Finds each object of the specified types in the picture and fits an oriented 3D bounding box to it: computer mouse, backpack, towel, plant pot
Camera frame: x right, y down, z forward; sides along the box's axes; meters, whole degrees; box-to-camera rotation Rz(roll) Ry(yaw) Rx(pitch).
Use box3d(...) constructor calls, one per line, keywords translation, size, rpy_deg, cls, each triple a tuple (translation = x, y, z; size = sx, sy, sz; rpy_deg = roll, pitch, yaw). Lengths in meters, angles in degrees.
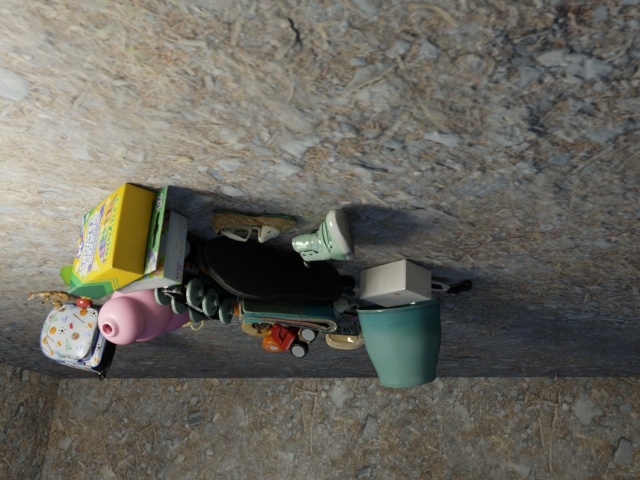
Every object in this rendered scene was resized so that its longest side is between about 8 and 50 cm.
box3d(translation=(0.361, 0.140, 1.953), size=(0.193, 0.042, 0.106), rpy_deg=(5, 164, -22), cls="computer mouse")
box3d(translation=(-0.907, 0.357, 2.375), size=(0.263, 0.276, 0.213), rpy_deg=(4, 155, 15), cls="backpack")
box3d(translation=(-0.105, 0.179, 1.854), size=(0.271, 0.040, 0.370), rpy_deg=(8, -170, -10), cls="towel")
box3d(translation=(0.266, 0.328, 2.035), size=(0.271, 0.255, 0.271), rpy_deg=(-8, 178, 0), cls="plant pot")

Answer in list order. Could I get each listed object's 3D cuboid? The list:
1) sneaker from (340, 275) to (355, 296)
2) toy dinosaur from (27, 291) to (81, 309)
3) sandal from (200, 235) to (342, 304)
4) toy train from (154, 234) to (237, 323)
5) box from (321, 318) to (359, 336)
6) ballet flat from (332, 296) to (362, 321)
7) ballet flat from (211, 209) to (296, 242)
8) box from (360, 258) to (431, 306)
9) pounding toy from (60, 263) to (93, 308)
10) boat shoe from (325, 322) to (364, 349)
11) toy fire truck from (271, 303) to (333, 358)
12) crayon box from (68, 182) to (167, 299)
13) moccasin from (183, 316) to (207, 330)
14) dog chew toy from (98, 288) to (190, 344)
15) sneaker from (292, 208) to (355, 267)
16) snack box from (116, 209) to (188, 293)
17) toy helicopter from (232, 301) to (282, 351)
box3d(translation=(0.041, 0.139, 1.969), size=(0.170, 0.051, 0.089), rpy_deg=(7, 154, -20), cls="sneaker")
box3d(translation=(-0.920, 0.202, 2.256), size=(0.211, 0.064, 0.112), rpy_deg=(13, -172, -36), cls="toy dinosaur")
box3d(translation=(-0.137, 0.109, 1.737), size=(0.446, 0.167, 0.107), rpy_deg=(17, 143, -35), cls="sandal")
box3d(translation=(-0.334, 0.115, 1.758), size=(0.142, 0.190, 0.334), rpy_deg=(-1, 158, 20), cls="toy train")
box3d(translation=(0.072, 0.296, 2.310), size=(0.137, 0.094, 0.027), rpy_deg=(5, 159, -8), cls="box")
box3d(translation=(0.085, 0.233, 2.196), size=(0.079, 0.077, 0.221), rpy_deg=(-37, 145, 31), cls="ballet flat")
box3d(translation=(-0.162, -0.028, 1.540), size=(0.206, 0.067, 0.073), rpy_deg=(3, 158, -3), cls="ballet flat")
box3d(translation=(0.221, 0.129, 1.867), size=(0.170, 0.091, 0.130), rpy_deg=(-17, 151, 41), cls="box")
box3d(translation=(-0.709, 0.154, 2.011), size=(0.237, 0.110, 0.183), rpy_deg=(0, 159, 7), cls="pounding toy")
box3d(translation=(0.168, 0.347, 2.423), size=(0.302, 0.109, 0.098), rpy_deg=(-5, 153, 3), cls="boat shoe")
box3d(translation=(-0.115, 0.246, 2.070), size=(0.246, 0.158, 0.217), rpy_deg=(30, 120, 3), cls="toy fire truck")
box3d(translation=(-0.473, 0.001, 1.465), size=(0.083, 0.203, 0.323), rpy_deg=(19, 153, -36), cls="crayon box")
box3d(translation=(-0.457, 0.221, 2.114), size=(0.380, 0.139, 0.147), rpy_deg=(-9, 157, 28), cls="moccasin")
box3d(translation=(-0.497, 0.191, 1.801), size=(0.206, 0.206, 0.332), rpy_deg=(-6, -168, 22), cls="dog chew toy")
box3d(translation=(0.000, 0.001, 1.548), size=(0.151, 0.094, 0.256), rpy_deg=(-6, 160, 6), cls="sneaker")
box3d(translation=(-0.431, 0.032, 1.576), size=(0.207, 0.174, 0.070), rpy_deg=(-11, 156, 32), cls="snack box")
box3d(translation=(-0.174, 0.254, 2.240), size=(0.235, 0.140, 0.355), rpy_deg=(22, 142, -21), cls="toy helicopter")
